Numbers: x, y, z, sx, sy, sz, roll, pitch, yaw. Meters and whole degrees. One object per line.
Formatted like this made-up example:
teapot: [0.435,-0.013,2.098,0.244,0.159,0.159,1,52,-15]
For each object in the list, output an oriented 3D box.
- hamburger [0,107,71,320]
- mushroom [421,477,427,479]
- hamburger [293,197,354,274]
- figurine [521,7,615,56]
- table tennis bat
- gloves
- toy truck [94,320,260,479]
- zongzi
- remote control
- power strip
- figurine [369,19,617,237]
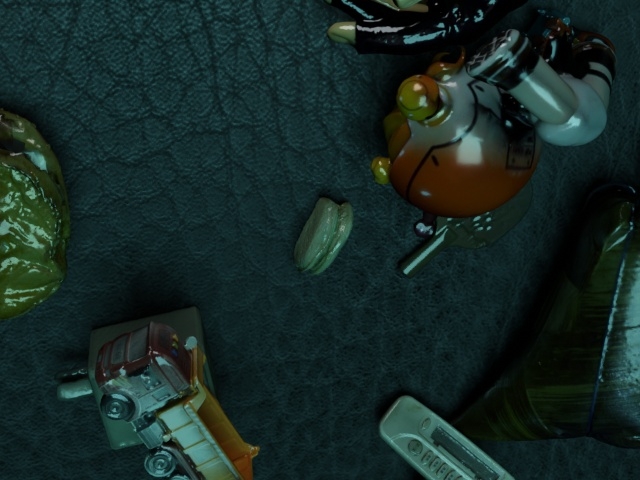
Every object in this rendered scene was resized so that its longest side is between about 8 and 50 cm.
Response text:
hamburger: [-0.465,-0.037,1.367,0.265,0.134,0.285,-5,121,-15]
mushroom: [0.224,0.448,1.709,0.166,0.127,0.166,-1,112,-2]
hamburger: [0.003,0.002,1.489,0.054,0.084,0.121,28,109,-22]
figurine: [0.344,-0.264,1.432,0.140,0.075,0.068,21,108,-29]
table tennis bat: [0.210,-0.030,1.547,0.234,0.022,0.131,-41,115,8]
gloves: [0.149,-0.314,1.309,0.301,0.197,0.152,-12,90,-1]
toy truck: [-0.185,0.237,1.394,0.135,0.114,0.270,-27,116,7]
zongzi: [0.350,0.128,1.579,0.432,0.208,0.403,-7,107,21]
remote control: [0.194,0.341,1.646,0.230,0.049,0.090,40,71,3]
power strip: [-0.266,0.203,1.504,0.224,0.139,0.140,-13,117,-4]
figurine: [0.212,-0.143,1.361,0.320,0.196,0.323,-4,160,-42]
